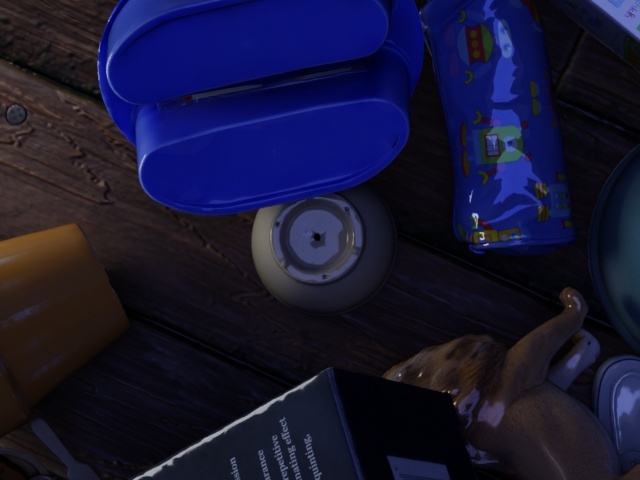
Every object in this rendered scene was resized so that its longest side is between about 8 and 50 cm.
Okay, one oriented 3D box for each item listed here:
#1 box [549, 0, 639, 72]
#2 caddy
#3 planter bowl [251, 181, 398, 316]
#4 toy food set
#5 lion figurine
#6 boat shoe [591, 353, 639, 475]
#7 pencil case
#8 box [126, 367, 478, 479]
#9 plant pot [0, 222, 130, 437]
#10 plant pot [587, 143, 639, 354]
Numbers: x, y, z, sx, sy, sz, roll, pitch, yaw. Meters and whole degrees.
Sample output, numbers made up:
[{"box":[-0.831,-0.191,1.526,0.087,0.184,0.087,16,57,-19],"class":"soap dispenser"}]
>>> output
[{"box":[0.315,-0.277,1.271,0.203,0.103,0.114,41,91,6],"class":"box"},{"box":[-0.060,-0.170,1.230,0.341,0.179,0.241,-11,118,4],"class":"caddy"},{"box":[0.000,0.000,1.277,0.162,0.109,0.162,0,87,5],"class":"planter bowl"},{"box":[-0.345,0.279,1.293,0.192,0.038,0.132,-31,121,2],"class":"toy food set"},{"box":[0.236,0.207,1.167,0.240,0.142,0.392,-40,51,-13],"class":"lion figurine"},{"box":[0.347,0.249,1.245,0.096,0.088,0.268,-11,86,4],"class":"boat shoe"},{"box":[0.182,-0.132,1.265,0.133,0.119,0.306,-10,86,8],"class":"pencil case"},{"box":[-0.042,0.339,1.099,0.395,0.212,0.294,-31,61,26],"class":"box"},{"box":[-0.311,0.079,1.266,0.188,0.205,0.205,-27,85,-14],"class":"plant pot"},{"box":[0.428,0.005,1.200,0.293,0.196,0.293,0,87,4],"class":"plant pot"}]
